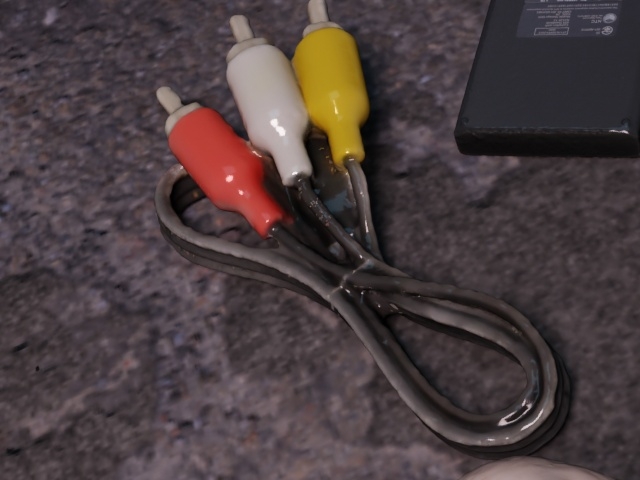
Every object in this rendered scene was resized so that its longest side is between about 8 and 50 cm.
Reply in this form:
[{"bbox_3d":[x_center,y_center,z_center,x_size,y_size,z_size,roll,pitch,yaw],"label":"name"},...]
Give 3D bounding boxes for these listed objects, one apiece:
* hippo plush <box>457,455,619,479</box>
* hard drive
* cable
[{"bbox_3d":[0.055,0.220,0.431,0.294,0.234,0.236,-25,47,-1],"label":"hippo plush"},{"bbox_3d":[0.129,-0.101,0.808,0.094,0.022,0.135,3,53,22],"label":"hard drive"},{"bbox_3d":[0.000,0.000,0.743,0.139,0.072,0.287,-32,48,1],"label":"cable"}]
